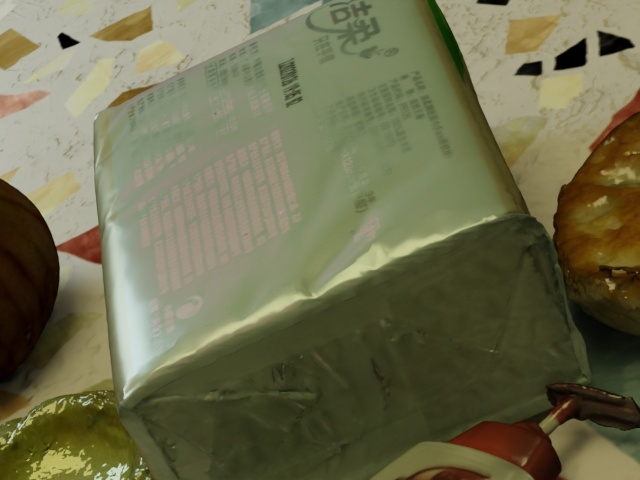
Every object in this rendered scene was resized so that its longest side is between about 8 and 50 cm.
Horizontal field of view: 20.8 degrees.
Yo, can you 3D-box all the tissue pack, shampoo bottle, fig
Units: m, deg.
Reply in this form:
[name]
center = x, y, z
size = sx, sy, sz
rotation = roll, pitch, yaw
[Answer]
[tissue pack]
center = 0.000, 0.000, 1.388
size = 0.331, 0.205, 0.405
rotation = -23, 33, 6
[shampoo bottle]
center = 0.093, 0.192, 1.187
size = 0.284, 0.071, 0.153
rotation = -43, 38, -18
[fig]
center = -0.359, 0.039, 1.604
size = 0.235, 0.214, 0.235
rotation = -13, 62, 25

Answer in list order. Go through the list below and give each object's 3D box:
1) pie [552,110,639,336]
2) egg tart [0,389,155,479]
[pie]
center = 0.318, -0.031, 1.319
size = 0.315, 0.092, 0.315
rotation = -20, 29, 12
[egg tart]
center = -0.198, 0.205, 1.373
size = 0.197, 0.078, 0.197
rotation = -17, 37, 13
